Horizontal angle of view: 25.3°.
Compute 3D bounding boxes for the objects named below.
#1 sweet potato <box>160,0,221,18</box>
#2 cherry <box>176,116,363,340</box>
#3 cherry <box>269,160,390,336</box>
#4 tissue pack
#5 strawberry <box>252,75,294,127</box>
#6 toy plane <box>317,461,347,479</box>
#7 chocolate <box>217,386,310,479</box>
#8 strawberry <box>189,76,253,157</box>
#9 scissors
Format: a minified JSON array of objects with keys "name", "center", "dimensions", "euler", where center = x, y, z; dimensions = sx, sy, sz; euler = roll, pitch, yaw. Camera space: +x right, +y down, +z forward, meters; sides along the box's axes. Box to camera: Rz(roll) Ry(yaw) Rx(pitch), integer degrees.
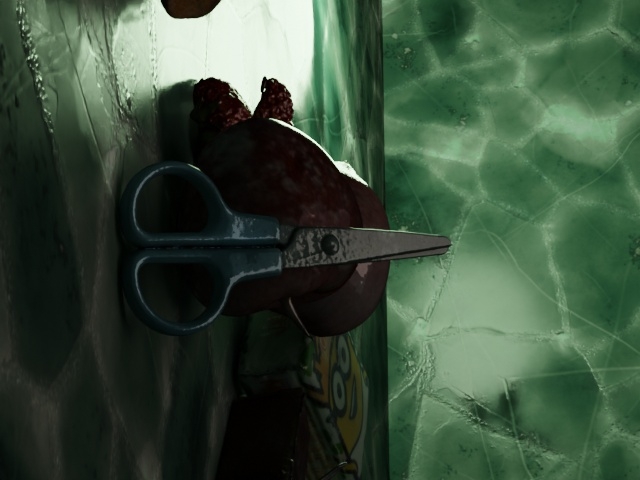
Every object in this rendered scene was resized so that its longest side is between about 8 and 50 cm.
[{"name":"sweet potato","center":[-0.150,-0.370,1.804],"dimensions":[0.252,0.097,0.097],"euler":[-81,165,-47]},{"name":"cherry","center":[-0.066,-0.007,1.774],"dimensions":[0.236,0.213,0.285],"euler":[-20,91,-52]},{"name":"cherry","center":[-0.002,0.008,1.983],"dimensions":[0.206,0.239,0.239],"euler":[-129,-149,-69]},{"name":"tissue pack","center":[-0.021,0.214,2.182],"dimensions":[0.228,0.128,0.311],"euler":[-84,160,-45]},{"name":"strawberry","center":[-0.073,-0.138,2.050],"dimensions":[0.121,0.082,0.188],"euler":[180,-72,-79]},{"name":"toy plane","center":[-0.049,0.395,2.040],"dimensions":[0.226,0.058,0.226],"euler":[-53,159,27]},{"name":"chocolate","center":[-0.081,0.336,1.913],"dimensions":[0.321,0.112,0.112],"euler":[-83,168,-54]},{"name":"strawberry","center":[-0.127,-0.149,1.950],"dimensions":[0.187,0.082,0.146],"euler":[-76,168,-76]},{"name":"scissors","center":[-0.025,0.007,1.652],"dimensions":[0.029,0.447,0.193],"euler":[-15,-102,56]}]
